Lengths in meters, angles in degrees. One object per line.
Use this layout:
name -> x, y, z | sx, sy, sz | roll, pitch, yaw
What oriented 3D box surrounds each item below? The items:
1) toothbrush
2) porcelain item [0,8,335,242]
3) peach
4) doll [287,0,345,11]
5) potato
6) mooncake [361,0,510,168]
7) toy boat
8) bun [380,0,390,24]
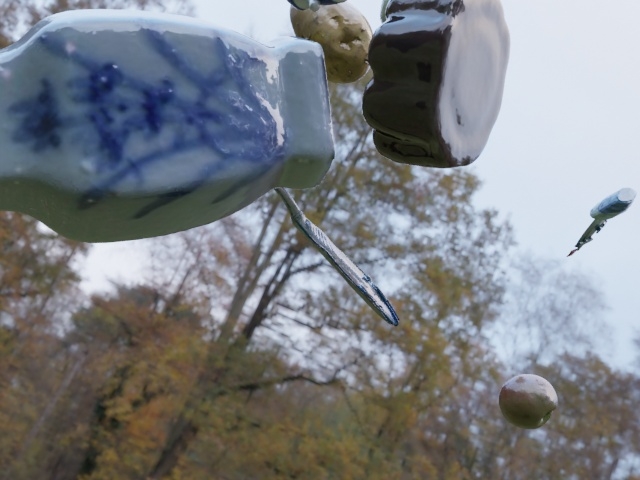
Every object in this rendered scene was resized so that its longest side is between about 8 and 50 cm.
toothbrush -> 0.000, 0.000, 1.549 | 0.413, 0.035, 0.042 | 47, -39, -17
porcelain item -> -0.197, -0.122, 0.981 | 0.405, 0.242, 0.178 | -7, -2, -19
peach -> 0.293, 0.227, 1.329 | 0.083, 0.083, 0.083 | 20, -22, 8
doll -> -0.002, -0.361, 1.346 | 0.143, 0.098, 0.057 | -2, -40, 51
potato -> 0.012, -0.392, 1.759 | 0.128, 0.234, 0.161 | -15, -22, -26
mooncake -> 0.188, -0.269, 1.532 | 0.154, 0.306, 0.306 | 11, -25, 30
toy boat -> 0.428, -0.030, 1.460 | 0.034, 0.149, 0.105 | 56, 24, 19
bun -> 0.222, -0.435, 1.893 | 0.283, 0.283, 0.179 | 33, -30, -22
